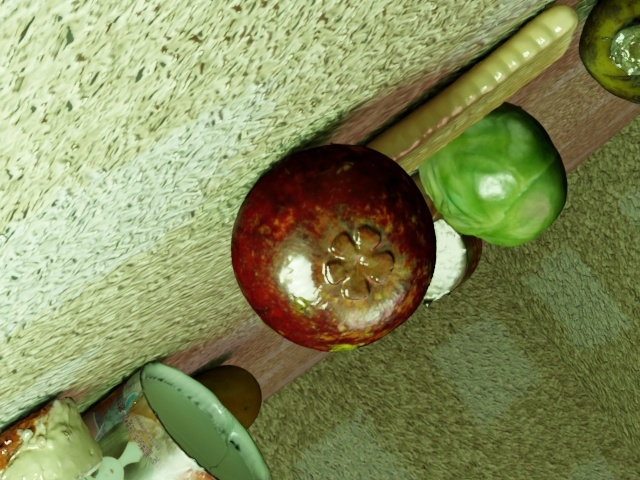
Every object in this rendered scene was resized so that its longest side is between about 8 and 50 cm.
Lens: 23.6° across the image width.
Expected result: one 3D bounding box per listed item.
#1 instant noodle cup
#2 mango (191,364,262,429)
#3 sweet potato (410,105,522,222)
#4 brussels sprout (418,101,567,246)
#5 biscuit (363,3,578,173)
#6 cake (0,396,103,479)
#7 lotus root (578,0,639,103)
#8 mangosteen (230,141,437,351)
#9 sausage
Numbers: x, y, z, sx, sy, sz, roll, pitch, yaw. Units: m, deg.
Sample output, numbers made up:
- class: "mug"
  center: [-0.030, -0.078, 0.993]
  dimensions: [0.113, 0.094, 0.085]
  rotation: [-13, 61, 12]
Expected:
- class: "instant noodle cup"
  center: [-0.197, 0.274, 1.617]
  dimensions: [0.231, 0.243, 0.243]
  rotation: [-45, 172, 11]
- class: "mango"
  center: [-0.152, 0.228, 2.105]
  dimensions: [0.136, 0.099, 0.227]
  rotation: [-35, 165, 13]
- class: "sweet potato"
  center: [0.142, -0.066, 1.713]
  dimensions: [0.255, 0.058, 0.078]
  rotation: [-37, 155, -35]
- class: "brussels sprout"
  center: [0.162, -0.064, 1.462]
  dimensions: [0.117, 0.155, 0.155]
  rotation: [-46, -179, -39]
- class: "biscuit"
  center: [0.112, -0.111, 1.316]
  dimensions: [0.249, 0.030, 0.160]
  rotation: [-37, 174, 2]
- class: "cake"
  center: [-0.297, 0.234, 1.353]
  dimensions: [0.220, 0.086, 0.117]
  rotation: [-37, 174, 4]
- class: "lotus root"
  center: [0.305, -0.190, 1.438]
  dimensions: [0.120, 0.120, 0.209]
  rotation: [-39, 174, 20]
- class: "mangosteen"
  center: [-0.005, -0.003, 1.111]
  dimensions: [0.146, 0.181, 0.156]
  rotation: [35, 93, -40]
- class: "sausage"
  center: [0.169, 0.018, 2.151]
  dimensions: [0.317, 0.117, 0.125]
  rotation: [-9, 112, -76]
